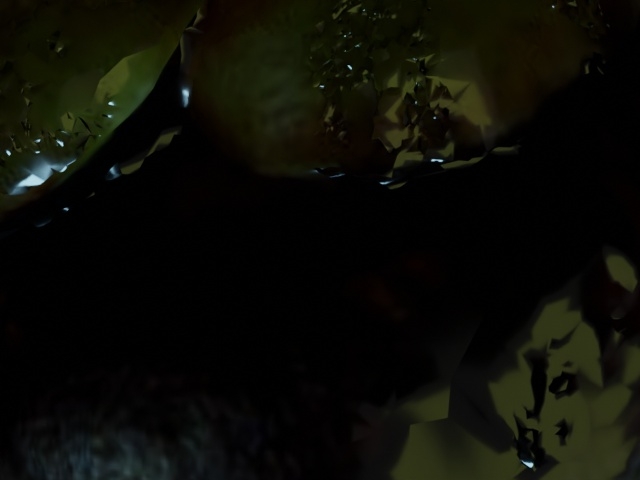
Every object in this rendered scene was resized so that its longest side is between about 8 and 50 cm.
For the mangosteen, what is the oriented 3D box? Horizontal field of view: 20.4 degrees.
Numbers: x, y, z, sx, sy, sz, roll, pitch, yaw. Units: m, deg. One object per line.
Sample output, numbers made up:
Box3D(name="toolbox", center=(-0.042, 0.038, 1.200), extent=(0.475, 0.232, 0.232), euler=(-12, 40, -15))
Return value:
Box3D(name="mangosteen", center=(-0.006, 0.023, 0.674), extent=(0.421, 0.381, 0.381), euler=(31, 89, -23))
